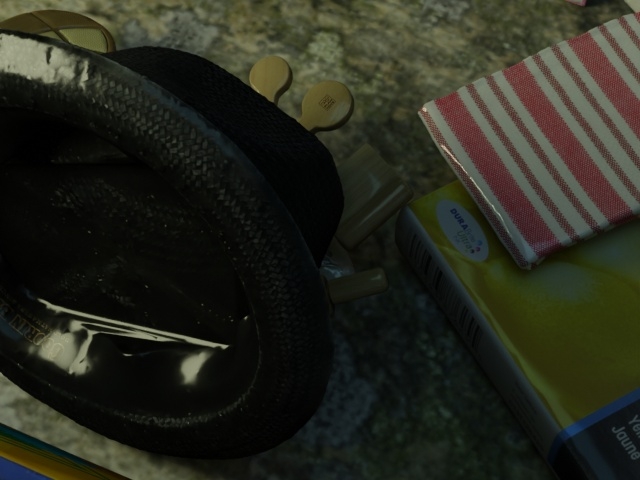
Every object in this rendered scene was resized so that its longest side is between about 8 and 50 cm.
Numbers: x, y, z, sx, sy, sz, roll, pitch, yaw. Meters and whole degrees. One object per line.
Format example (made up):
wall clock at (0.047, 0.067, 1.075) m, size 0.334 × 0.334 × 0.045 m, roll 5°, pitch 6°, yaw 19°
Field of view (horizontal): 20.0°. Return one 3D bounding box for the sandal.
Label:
sandal at (-0.229, -0.110, 1.287) m, size 0.180 × 0.049 × 0.072 m, roll -22°, pitch 57°, yaw 2°

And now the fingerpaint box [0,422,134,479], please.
fingerpaint box at (-0.323, 0.268, 0.907) m, size 0.371 × 0.163 × 0.445 m, roll 23°, pitch 85°, yaw 10°

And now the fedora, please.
fedora at (-0.108, -0.023, 1.111) m, size 0.334 × 0.334 × 0.152 m, roll 30°, pitch 48°, yaw 14°

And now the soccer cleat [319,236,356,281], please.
soccer cleat at (0.000, 0.000, 1.234) m, size 0.029 × 0.035 × 0.083 m, roll -22°, pitch 63°, yaw -14°

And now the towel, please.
towel at (0.183, -0.069, 1.215) m, size 0.197 × 0.029 × 0.144 m, roll -24°, pitch 59°, yaw -11°

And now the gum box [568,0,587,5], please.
gum box at (0.192, -0.273, 1.309) m, size 0.062 × 0.188 × 0.107 m, roll 21°, pitch 62°, yaw 10°

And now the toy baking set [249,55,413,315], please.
toy baking set at (-0.066, -0.019, 1.231) m, size 0.256 × 0.030 × 0.197 m, roll -19°, pitch 63°, yaw 8°

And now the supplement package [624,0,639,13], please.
supplement package at (0.356, -0.179, 1.241) m, size 0.149 × 0.194 × 0.203 m, roll -20°, pitch 61°, yaw -35°

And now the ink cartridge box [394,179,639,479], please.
ink cartridge box at (0.258, 0.040, 1.203) m, size 0.307 × 0.072 × 0.304 m, roll -27°, pitch 64°, yaw -14°
